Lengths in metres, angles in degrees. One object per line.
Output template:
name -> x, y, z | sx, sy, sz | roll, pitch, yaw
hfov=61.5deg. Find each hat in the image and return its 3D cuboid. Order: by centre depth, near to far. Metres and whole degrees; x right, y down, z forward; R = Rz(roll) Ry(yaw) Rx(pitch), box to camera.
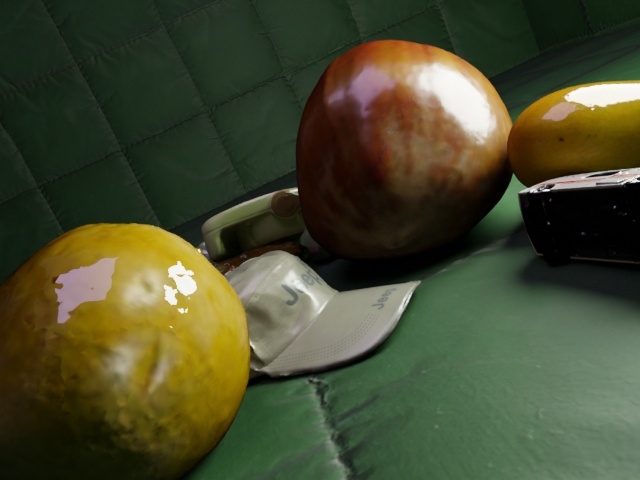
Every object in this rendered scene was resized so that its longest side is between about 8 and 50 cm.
hat -> -0.012, 0.062, 0.690 | 0.245, 0.149, 0.214 | -30, 9, 32

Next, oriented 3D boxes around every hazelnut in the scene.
hazelnut -> 0.120, -0.137, 0.861 | 0.366, 0.365, 0.366 | -24, 13, 6

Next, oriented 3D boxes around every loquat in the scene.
loquat -> -0.217, 0.119, 0.545 | 0.284, 0.276, 0.276 | -41, 19, -29

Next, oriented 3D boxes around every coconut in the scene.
coconut -> 0.000, 0.000, 1.029 | 0.081, 0.082, 0.083 | -5, 53, -13

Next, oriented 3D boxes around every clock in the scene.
clock -> -0.077, -0.038, 1.140 | 0.308, 0.096, 0.235 | -21, -11, 16

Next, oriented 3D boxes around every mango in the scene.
mango -> 0.373, -0.131, 0.699 | 0.255, 0.139, 0.175 | -7, -2, 0

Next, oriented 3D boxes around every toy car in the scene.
toy car -> 0.306, -0.030, 0.547 | 0.108, 0.089, 0.210 | -21, 8, -17

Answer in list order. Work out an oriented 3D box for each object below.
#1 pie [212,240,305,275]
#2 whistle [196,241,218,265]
pie -> -0.180, 0.090, 0.939 | 0.355, 0.102, 0.288 | -25, 10, -36
whistle -> -0.248, 0.057, 1.219 | 0.110, 0.092, 0.244 | 19, 19, -3
